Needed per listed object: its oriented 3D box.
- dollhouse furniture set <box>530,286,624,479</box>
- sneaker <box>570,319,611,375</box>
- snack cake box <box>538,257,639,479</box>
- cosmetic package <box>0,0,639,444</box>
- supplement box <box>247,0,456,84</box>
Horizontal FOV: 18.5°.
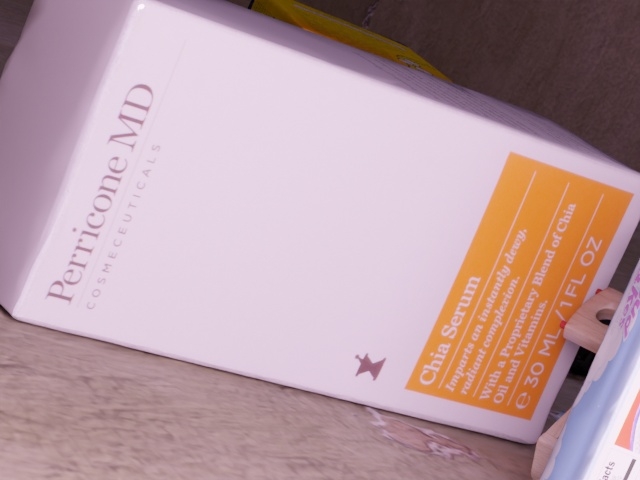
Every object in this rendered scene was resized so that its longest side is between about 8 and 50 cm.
[{"bbox_3d":[0.197,0.146,1.379,0.129,0.129,0.184,27,40,26],"label":"dollhouse furniture set"},{"bbox_3d":[0.272,0.099,1.811,0.217,0.079,0.121,14,13,-45],"label":"sneaker"},{"bbox_3d":[0.231,0.106,1.137,0.152,0.264,0.089,22,9,-6],"label":"snack cake box"},{"bbox_3d":[-0.007,-0.023,1.402,0.453,0.230,0.161,16,13,-32],"label":"cosmetic package"},{"bbox_3d":[0.007,-0.127,2.084,0.195,0.194,0.356,20,11,-14],"label":"supplement box"}]
